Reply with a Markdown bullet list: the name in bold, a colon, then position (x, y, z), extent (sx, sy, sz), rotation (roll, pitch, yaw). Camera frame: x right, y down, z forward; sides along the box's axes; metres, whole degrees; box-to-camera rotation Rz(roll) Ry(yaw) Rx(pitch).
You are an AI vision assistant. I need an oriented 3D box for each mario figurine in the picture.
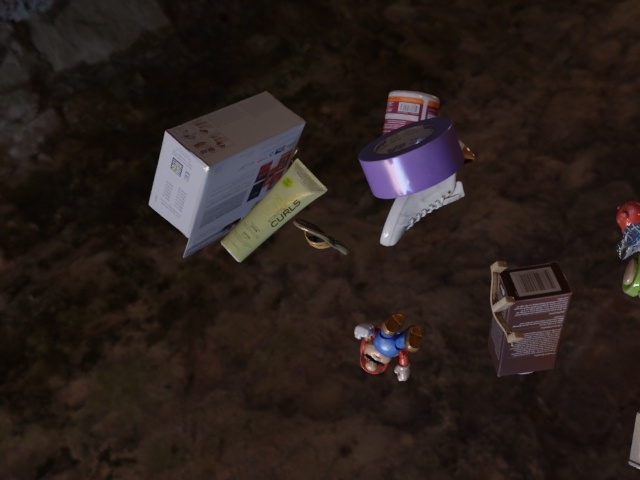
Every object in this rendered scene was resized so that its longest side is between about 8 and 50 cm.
- **mario figurine**: position (0.197, 0.346, 2.304), extent (0.170, 0.198, 0.320), rotation (-16, 161, -21)

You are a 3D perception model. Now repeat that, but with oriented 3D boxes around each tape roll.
- **tape roll**: position (0.172, -0.158, 1.414), extent (0.188, 0.080, 0.189), rotation (-21, -159, 9)

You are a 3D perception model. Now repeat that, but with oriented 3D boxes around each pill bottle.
- **pill bottle**: position (0.202, -0.231, 1.734), extent (0.121, 0.121, 0.221), rotation (-105, -156, -85)

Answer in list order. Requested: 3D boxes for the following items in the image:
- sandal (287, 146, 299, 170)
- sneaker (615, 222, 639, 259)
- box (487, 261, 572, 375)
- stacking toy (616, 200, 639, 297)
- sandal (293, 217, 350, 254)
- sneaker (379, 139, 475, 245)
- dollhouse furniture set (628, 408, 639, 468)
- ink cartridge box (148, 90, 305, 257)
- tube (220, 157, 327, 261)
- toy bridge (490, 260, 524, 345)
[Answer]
- **sandal**: position (-0.093, -0.146, 1.929), extent (0.088, 0.079, 0.240), rotation (-39, -168, 44)
- **sneaker**: position (0.783, -0.006, 1.846), extent (0.058, 0.052, 0.135), rotation (-16, 153, -12)
- **box**: position (0.636, 0.248, 2.288), extent (0.191, 0.382, 0.143), rotation (-8, -136, -2)
- **stacking toy**: position (0.902, 0.022, 2.122), extent (0.309, 0.130, 0.280), rotation (-41, 152, -78)
- **sandal**: position (0.000, 0.000, 1.943), extent (0.049, 0.180, 0.072), rotation (-55, -149, 5)
- **sneaker**: position (0.242, -0.096, 1.640), extent (0.290, 0.123, 0.106), rotation (-57, 171, -3)
- **dollhouse furniture set**: position (1.004, 0.548, 1.907), extent (0.355, 0.174, 0.303), rotation (20, -145, 39)
- **ink cartridge box**: position (-0.208, -0.145, 1.613), extent (0.309, 0.130, 0.272), rotation (-33, 156, -45)
- **tube**: position (-0.103, -0.058, 1.549), extent (0.240, 0.070, 0.062), rotation (-43, -139, -3)
- **toy bridge**: position (0.403, 0.143, 1.642), extent (0.026, 0.188, 0.063), rotation (4, 153, -21)
